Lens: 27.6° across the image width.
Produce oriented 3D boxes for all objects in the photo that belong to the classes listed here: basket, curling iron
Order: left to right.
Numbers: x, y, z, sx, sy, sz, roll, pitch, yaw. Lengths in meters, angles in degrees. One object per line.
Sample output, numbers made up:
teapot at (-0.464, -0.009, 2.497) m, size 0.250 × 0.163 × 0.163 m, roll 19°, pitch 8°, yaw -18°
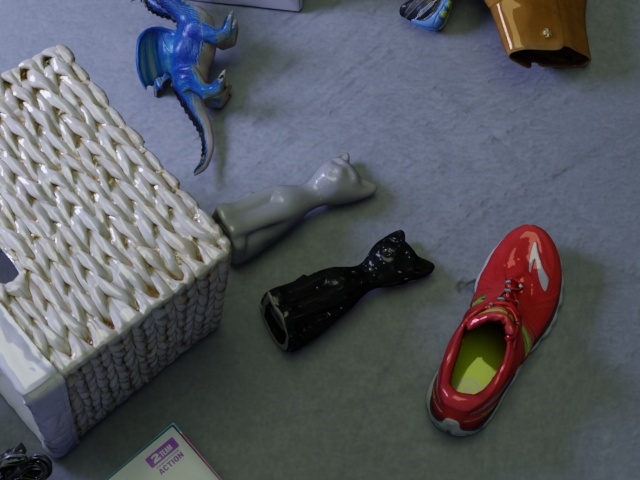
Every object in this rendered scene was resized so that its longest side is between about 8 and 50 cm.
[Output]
basket at (-0.294, 0.014, 1.423) m, size 0.266 × 0.331 × 0.328 m, roll -37°, pitch 79°, yaw -16°
curling iron at (-0.227, 0.266, 1.399) m, size 0.274 × 0.068 × 0.035 m, roll 6°, pitch 24°, yaw 7°

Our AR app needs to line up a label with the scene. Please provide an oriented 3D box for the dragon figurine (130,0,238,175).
dragon figurine at (-0.187, -0.228, 1.671) m, size 0.144 × 0.085 × 0.289 m, roll 6°, pitch 88°, yaw 4°

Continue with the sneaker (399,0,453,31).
sneaker at (0.153, -0.370, 1.745) m, size 0.078 × 0.067 × 0.188 m, roll 17°, pitch 70°, yaw 3°

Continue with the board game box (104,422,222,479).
board game box at (-0.149, 0.393, 1.406) m, size 0.242 × 0.064 × 0.316 m, roll -39°, pitch 70°, yaw -15°

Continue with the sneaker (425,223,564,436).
sneaker at (0.211, 0.096, 1.501) m, size 0.107 × 0.118 × 0.279 m, roll 22°, pitch 68°, yaw 11°

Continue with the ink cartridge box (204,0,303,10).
ink cartridge box at (-0.111, -0.460, 1.683) m, size 0.197 × 0.270 × 0.198 m, roll 6°, pitch 66°, yaw 6°

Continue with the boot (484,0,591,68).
boot at (0.226, -0.333, 1.655) m, size 0.295 × 0.104 × 0.211 m, roll 10°, pitch 65°, yaw -29°

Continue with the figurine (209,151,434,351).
figurine at (0.000, 0.000, 1.579) m, size 0.209 × 0.092 × 0.215 m, roll -25°, pitch 66°, yaw -18°
